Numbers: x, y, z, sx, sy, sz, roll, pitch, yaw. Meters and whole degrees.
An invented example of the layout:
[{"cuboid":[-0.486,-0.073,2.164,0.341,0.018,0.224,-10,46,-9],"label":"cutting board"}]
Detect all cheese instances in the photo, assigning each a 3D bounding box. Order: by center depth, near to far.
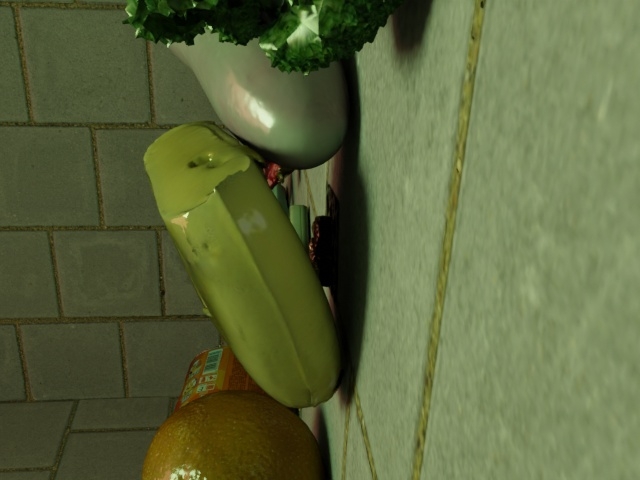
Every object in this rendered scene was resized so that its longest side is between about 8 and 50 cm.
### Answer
[{"cuboid":[-0.069,0.042,0.697,0.316,0.128,0.260,64,176,-33],"label":"cheese"}]

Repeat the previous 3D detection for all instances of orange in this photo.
[{"cuboid":[-0.111,0.325,0.896,0.264,0.264,0.265,179,90,-84],"label":"orange"}]

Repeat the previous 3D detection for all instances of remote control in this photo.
[{"cuboid":[-0.034,0.063,1.107,0.098,0.038,0.234,108,161,-70],"label":"remote control"}]

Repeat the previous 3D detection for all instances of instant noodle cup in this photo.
[{"cuboid":[-0.175,0.366,1.437,0.214,0.296,0.297,-85,0,-46],"label":"instant noodle cup"}]

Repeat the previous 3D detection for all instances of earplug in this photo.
[{"cuboid":[-0.054,-0.175,0.707,0.172,0.172,0.301,95,156,-43],"label":"earplug"}]

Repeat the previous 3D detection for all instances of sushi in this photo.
[{"cuboid":[0.000,0.000,0.821,0.120,0.026,0.126,-110,20,-74],"label":"sushi"}]

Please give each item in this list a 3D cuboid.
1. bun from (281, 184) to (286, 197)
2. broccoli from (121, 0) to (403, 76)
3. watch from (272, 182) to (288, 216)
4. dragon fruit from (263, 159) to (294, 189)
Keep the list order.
[{"cuboid":[-0.140,-0.057,1.715,0.173,0.113,0.167,111,158,-68],"label":"bun"},{"cuboid":[-0.064,-0.226,0.359,0.308,0.275,0.308,55,162,27],"label":"broccoli"},{"cuboid":[-0.149,-0.005,1.517,0.241,0.161,0.253,63,143,27],"label":"watch"},{"cuboid":[-0.088,-0.180,1.246,0.092,0.122,0.192,-127,37,-55],"label":"dragon fruit"}]
